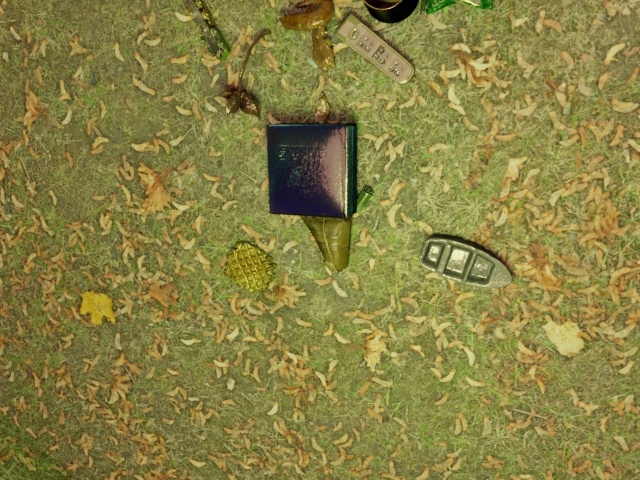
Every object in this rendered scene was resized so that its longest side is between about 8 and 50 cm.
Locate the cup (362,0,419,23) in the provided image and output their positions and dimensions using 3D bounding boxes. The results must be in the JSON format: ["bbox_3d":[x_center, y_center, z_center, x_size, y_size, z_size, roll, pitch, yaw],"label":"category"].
[{"bbox_3d":[0.154,-0.683,1.553,0.239,0.177,0.166,-21,99,19],"label":"cup"}]

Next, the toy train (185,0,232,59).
[{"bbox_3d":[-0.350,-0.660,1.746,0.060,0.081,0.202,-28,88,19],"label":"toy train"}]

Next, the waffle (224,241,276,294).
[{"bbox_3d":[-0.245,0.098,1.933,0.183,0.036,0.169,30,112,8],"label":"waffle"}]

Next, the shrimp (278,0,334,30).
[{"bbox_3d":[-0.040,-0.670,1.659,0.187,0.132,0.051,7,147,27],"label":"shrimp"}]

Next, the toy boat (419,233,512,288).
[{"bbox_3d":[0.451,0.069,1.721,0.283,0.078,0.127,19,107,9],"label":"toy boat"}]

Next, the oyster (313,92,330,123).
[{"bbox_3d":[0.010,-0.409,1.739,0.051,0.034,0.093,33,122,21],"label":"oyster"}]

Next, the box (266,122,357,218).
[{"bbox_3d":[-0.025,-0.217,1.711,0.261,0.116,0.279,4,103,21],"label":"box"}]

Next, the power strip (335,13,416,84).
[{"bbox_3d":[0.167,-0.557,1.652,0.286,0.048,0.080,40,111,1],"label":"power strip"}]

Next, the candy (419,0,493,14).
[{"bbox_3d":[0.379,-0.702,1.544,0.203,0.078,0.141,9,95,25],"label":"candy"}]

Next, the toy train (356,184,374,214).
[{"bbox_3d":[0.132,-0.127,1.765,0.038,0.056,0.093,34,113,0],"label":"toy train"}]

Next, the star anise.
[{"bbox_3d":[-0.210,-0.507,1.720,0.148,0.218,0.227,25,130,-1],"label":"star anise"}]

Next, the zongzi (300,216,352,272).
[{"bbox_3d":[0.000,0.002,1.820,0.204,0.094,0.205,11,109,23],"label":"zongzi"}]

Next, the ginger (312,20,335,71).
[{"bbox_3d":[0.007,-0.597,1.680,0.069,0.051,0.173,0,104,23],"label":"ginger"}]
